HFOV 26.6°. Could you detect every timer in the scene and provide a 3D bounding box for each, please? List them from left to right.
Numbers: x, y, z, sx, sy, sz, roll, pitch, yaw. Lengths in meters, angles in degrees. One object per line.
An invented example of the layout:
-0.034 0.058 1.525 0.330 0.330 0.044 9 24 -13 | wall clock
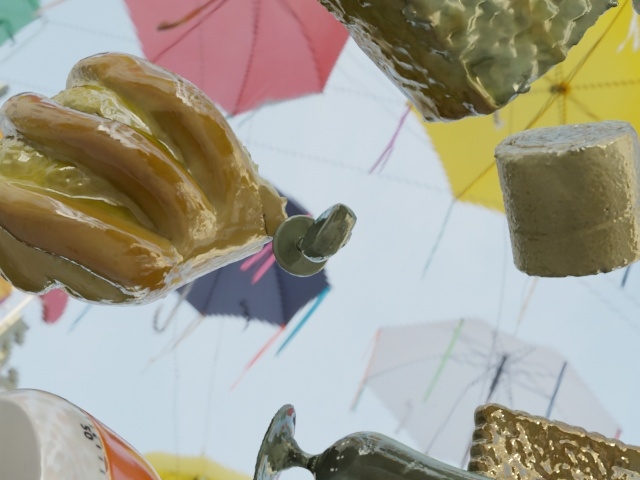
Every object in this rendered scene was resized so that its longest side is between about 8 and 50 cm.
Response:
-0.106 0.133 0.584 0.099 0.136 0.136 -34 -80 26 | timer

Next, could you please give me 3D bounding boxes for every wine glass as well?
0.056 0.246 1.355 0.231 0.103 0.103 18 -58 16 | wine glass

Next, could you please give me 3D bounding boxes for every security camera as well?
0.000 0.000 1.149 0.058 0.058 0.092 53 -20 -9 | security camera

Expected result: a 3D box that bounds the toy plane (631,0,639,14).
0.372 -0.257 1.128 0.255 0.251 0.101 -37 -56 4 | toy plane

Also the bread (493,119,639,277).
0.263 -0.045 1.405 0.148 0.134 0.141 -9 -79 11 | bread

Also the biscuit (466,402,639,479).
0.237 0.330 1.394 0.217 0.325 0.044 16 -37 -4 | biscuit

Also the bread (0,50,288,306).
-0.220 -0.065 1.338 0.315 0.270 0.211 22 -52 53 | bread

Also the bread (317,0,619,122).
0.142 -0.306 1.106 0.239 0.395 0.264 46 -12 -21 | bread
